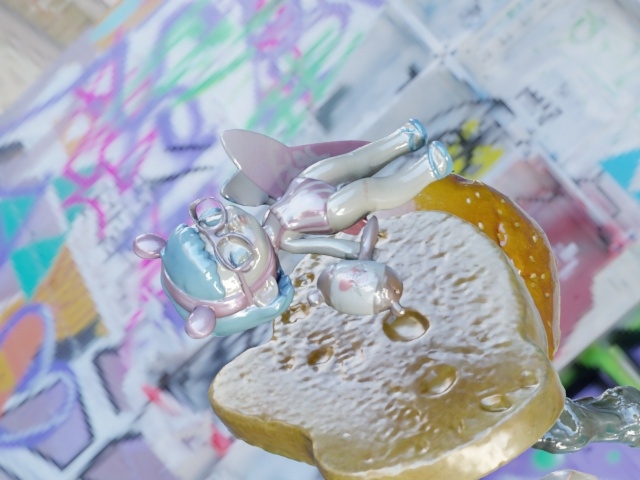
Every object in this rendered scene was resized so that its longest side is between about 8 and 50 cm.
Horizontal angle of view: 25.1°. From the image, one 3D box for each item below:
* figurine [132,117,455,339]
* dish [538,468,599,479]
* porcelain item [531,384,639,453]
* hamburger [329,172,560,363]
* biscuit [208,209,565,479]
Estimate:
[{"bbox_3d":[-0.003,0.002,1.148,0.205,0.260,0.103,54,-15,24],"label":"figurine"},{"bbox_3d":[0.320,0.420,1.974,0.151,0.077,0.212,26,68,-61],"label":"dish"},{"bbox_3d":[0.293,0.214,1.685,0.216,0.069,0.081,-2,30,-31],"label":"porcelain item"},{"bbox_3d":[0.158,0.057,1.792,0.314,0.170,0.290,12,60,-28],"label":"hamburger"},{"bbox_3d":[0.047,0.104,1.218,0.344,0.287,0.057,-112,177,-57],"label":"biscuit"}]
